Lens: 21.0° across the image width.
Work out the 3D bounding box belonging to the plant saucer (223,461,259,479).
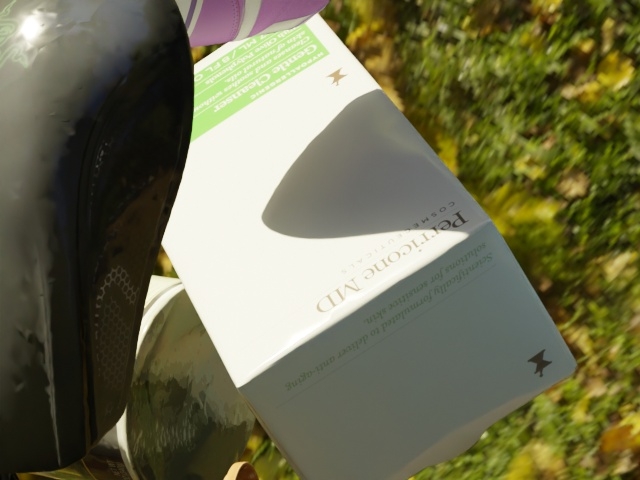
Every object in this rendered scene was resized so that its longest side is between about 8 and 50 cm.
[{"bbox_3d":[-0.051,0.183,1.098,0.013,0.083,0.083,-4,76,12],"label":"plant saucer"}]

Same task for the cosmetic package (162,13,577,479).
[{"bbox_3d":[0.000,0.000,1.216,0.197,0.365,0.155,-34,125,-2],"label":"cosmetic package"}]

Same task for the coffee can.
[{"bbox_3d":[-0.222,0.121,1.582,0.275,0.201,0.202,6,72,32],"label":"coffee can"}]

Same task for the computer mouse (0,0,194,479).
[{"bbox_3d":[-0.120,0.013,0.691,0.188,0.072,0.272,9,92,41],"label":"computer mouse"}]

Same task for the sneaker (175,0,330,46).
[{"bbox_3d":[-0.026,-0.248,1.078,0.161,0.282,0.102,-6,47,-29],"label":"sneaker"}]
